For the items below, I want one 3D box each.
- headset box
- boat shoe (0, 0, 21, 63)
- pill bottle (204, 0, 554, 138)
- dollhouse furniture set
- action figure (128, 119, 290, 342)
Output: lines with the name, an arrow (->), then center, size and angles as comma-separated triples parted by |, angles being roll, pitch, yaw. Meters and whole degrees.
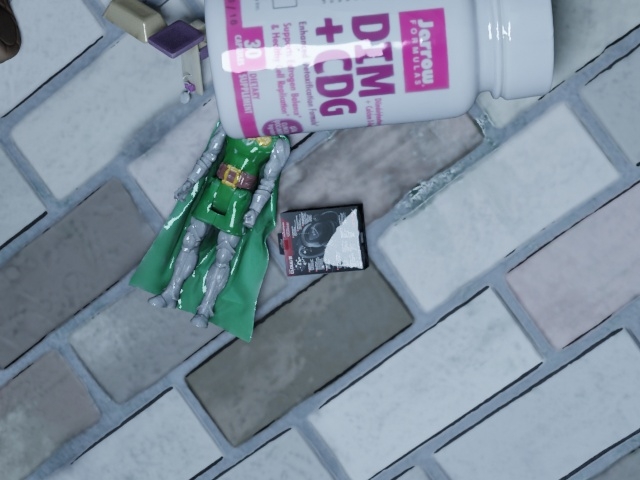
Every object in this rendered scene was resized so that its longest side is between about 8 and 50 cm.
headset box -> 0.000, 0.000, 1.259 | 0.083, 0.032, 0.062 | -6, 95, 13
boat shoe -> -0.384, -0.279, 1.280 | 0.095, 0.095, 0.257 | -20, 92, 19
pill bottle -> 0.050, -0.179, 1.153 | 0.283, 0.160, 0.160 | -6, 95, 3
dollhouse furniture set -> -0.143, -0.190, 1.281 | 0.114, 0.091, 0.081 | 34, 145, 28
action figure -> -0.089, -0.036, 1.263 | 0.137, 0.063, 0.232 | 23, 97, 12
